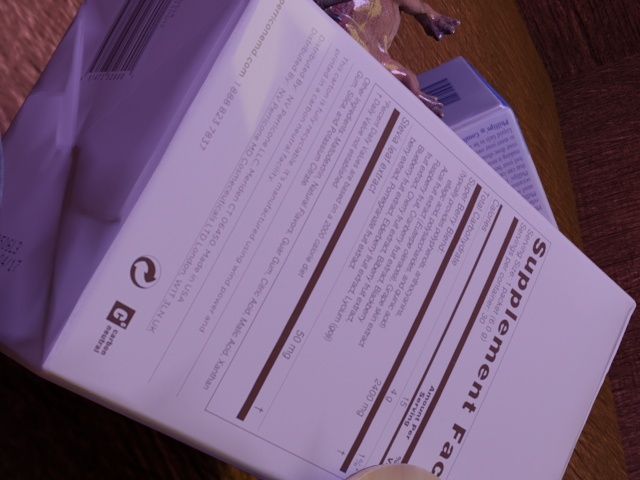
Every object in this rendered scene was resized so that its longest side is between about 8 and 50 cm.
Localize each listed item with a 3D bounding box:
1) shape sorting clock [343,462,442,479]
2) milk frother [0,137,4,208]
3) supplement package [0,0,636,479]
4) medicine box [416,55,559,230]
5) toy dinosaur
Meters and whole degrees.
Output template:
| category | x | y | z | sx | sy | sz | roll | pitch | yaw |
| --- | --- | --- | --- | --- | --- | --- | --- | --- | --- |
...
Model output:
| category | x | y | z | sx | sy | sz | roll | pitch | yaw |
| --- | --- | --- | --- | --- | --- | --- | --- | --- | --- |
| shape sorting clock | 0.034 | 0.192 | 0.360 | 0.206 | 0.040 | 0.206 | 34 | 50 | -53 |
| milk frother | -0.178 | -0.024 | 0.335 | 0.143 | 0.135 | 0.129 | -72 | 169 | -51 |
| supplement package | -0.010 | 0.028 | 0.476 | 0.293 | 0.178 | 0.175 | 36 | 75 | -36 |
| medicine box | 0.159 | -0.019 | 1.010 | 0.263 | 0.149 | 0.289 | -94 | 159 | -69 |
| toy dinosaur | 0.029 | -0.224 | 0.896 | 0.200 | 0.127 | 0.295 | 49 | 42 | -31 |
